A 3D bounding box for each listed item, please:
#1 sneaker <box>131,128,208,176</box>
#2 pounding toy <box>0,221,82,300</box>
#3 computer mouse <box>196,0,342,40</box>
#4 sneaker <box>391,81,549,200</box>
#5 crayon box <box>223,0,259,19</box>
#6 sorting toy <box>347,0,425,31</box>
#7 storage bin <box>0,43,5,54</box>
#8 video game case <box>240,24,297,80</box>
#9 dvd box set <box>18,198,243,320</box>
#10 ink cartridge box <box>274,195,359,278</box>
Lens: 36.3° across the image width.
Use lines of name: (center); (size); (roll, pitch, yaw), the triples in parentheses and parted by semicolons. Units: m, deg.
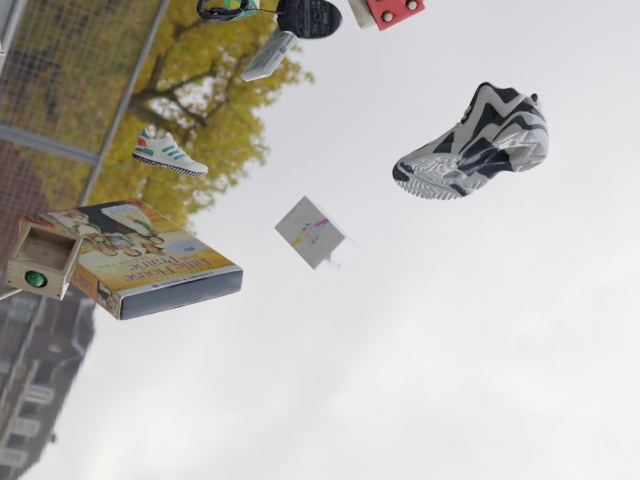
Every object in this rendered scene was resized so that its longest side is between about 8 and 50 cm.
sneaker: (-0.307, -0.186, 2.039); (0.057, 0.161, 0.075); (165, -61, -73)
pounding toy: (-0.542, 0.056, 1.860); (0.141, 0.130, 0.100); (-81, -170, -48)
computer mouse: (-0.080, -0.357, 1.550); (0.041, 0.242, 0.071); (178, -86, -70)
sneaker: (0.220, -0.152, 1.412); (0.235, 0.094, 0.153); (-23, -148, 34)
crayon box: (-0.253, -0.752, 2.608); (0.081, 0.278, 0.165); (-18, -141, 13)
sorting toy: (0.147, -0.506, 1.662); (0.257, 0.255, 0.089); (-25, -140, 5)
storage bin: (-0.754, -0.490, 1.964); (0.260, 0.123, 0.262); (-105, -174, -79)
video game case: (-0.073, -0.372, 1.809); (0.173, 0.022, 0.190); (-54, -163, -5)
dvd box set: (-0.411, 0.029, 2.097); (0.420, 0.308, 0.062); (31, -59, 41)
ink cartridge box: (0.000, 0.000, 1.888); (0.090, 0.092, 0.143); (-46, -113, 6)
